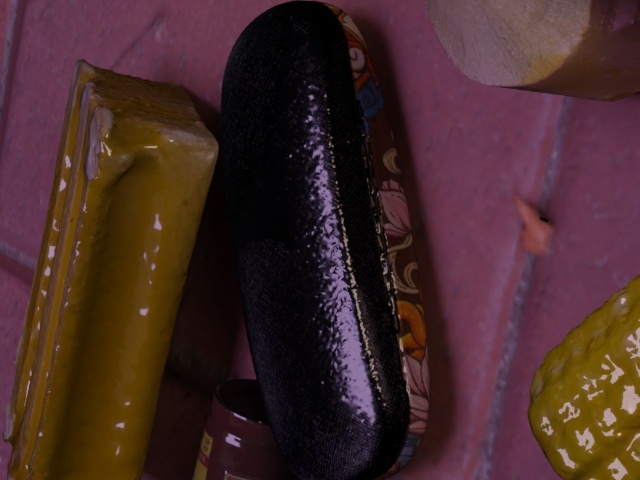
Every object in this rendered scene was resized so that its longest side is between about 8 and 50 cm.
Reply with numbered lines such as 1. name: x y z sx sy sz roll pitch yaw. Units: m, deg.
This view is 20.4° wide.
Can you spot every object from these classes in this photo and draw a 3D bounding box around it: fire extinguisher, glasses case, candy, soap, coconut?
1. fire extinguisher: -0.057 0.230 1.232 0.106 0.075 0.252 32 114 46
2. glasses case: 0.000 0.000 1.158 0.122 0.082 0.321 -26 69 51
3. candy: 0.200 0.051 0.911 0.199 0.094 0.106 -48 53 31
4. soap: -0.160 0.043 1.304 0.199 0.091 0.315 -129 51 -67
5. coconut: 0.124 -0.150 0.954 0.147 0.152 0.147 -5 83 50
